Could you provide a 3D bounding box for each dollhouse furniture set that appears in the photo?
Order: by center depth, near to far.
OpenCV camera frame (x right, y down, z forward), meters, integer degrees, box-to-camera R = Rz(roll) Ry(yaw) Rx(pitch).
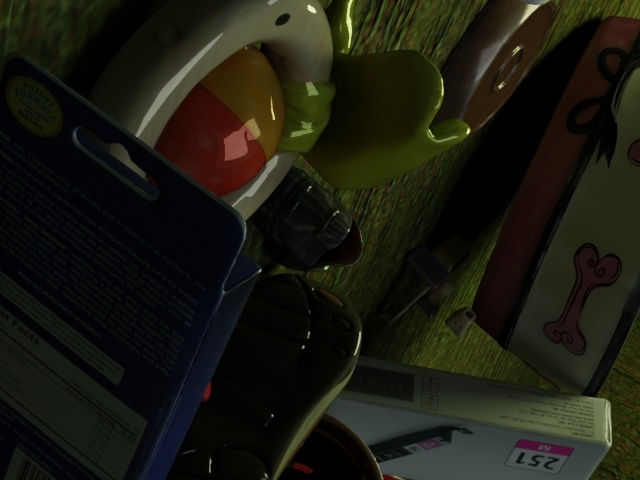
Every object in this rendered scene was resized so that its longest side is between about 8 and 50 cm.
[{"bbox_3d":[0.114,0.053,1.666,0.081,0.091,0.114,-45,176,33],"label":"dollhouse furniture set"}]

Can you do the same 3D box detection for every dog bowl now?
[{"bbox_3d":[0.286,-0.044,1.702,0.408,0.150,0.408,24,90,-82],"label":"dog bowl"}]

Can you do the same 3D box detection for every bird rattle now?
[{"bbox_3d":[-0.064,-0.047,0.856,0.253,0.143,0.207,-38,151,-9],"label":"bird rattle"}]

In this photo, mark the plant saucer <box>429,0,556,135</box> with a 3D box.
[{"bbox_3d":[0.143,-0.146,1.379,0.168,0.029,0.168,-48,164,-18],"label":"plant saucer"}]

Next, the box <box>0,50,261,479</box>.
[{"bbox_3d":[-0.110,0.033,0.764,0.036,0.136,0.225,-35,157,-50],"label":"box"}]

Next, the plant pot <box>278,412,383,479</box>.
[{"bbox_3d":[-0.030,0.234,1.463,0.167,0.167,0.165,-51,173,-11],"label":"plant pot"}]

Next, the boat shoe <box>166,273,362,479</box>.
[{"bbox_3d":[-0.085,0.164,1.187,0.324,0.122,0.120,-44,166,-32],"label":"boat shoe"}]

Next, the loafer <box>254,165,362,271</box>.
[{"bbox_3d":[0.000,0.000,1.190,0.062,0.061,0.170,-55,166,-1],"label":"loafer"}]

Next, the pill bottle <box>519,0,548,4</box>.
[{"bbox_3d":[0.165,-0.218,1.250,0.043,0.043,0.083,-40,160,-44],"label":"pill bottle"}]

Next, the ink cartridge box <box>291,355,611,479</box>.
[{"bbox_3d":[0.118,0.215,1.672,0.239,0.275,0.060,108,-10,-51],"label":"ink cartridge box"}]
